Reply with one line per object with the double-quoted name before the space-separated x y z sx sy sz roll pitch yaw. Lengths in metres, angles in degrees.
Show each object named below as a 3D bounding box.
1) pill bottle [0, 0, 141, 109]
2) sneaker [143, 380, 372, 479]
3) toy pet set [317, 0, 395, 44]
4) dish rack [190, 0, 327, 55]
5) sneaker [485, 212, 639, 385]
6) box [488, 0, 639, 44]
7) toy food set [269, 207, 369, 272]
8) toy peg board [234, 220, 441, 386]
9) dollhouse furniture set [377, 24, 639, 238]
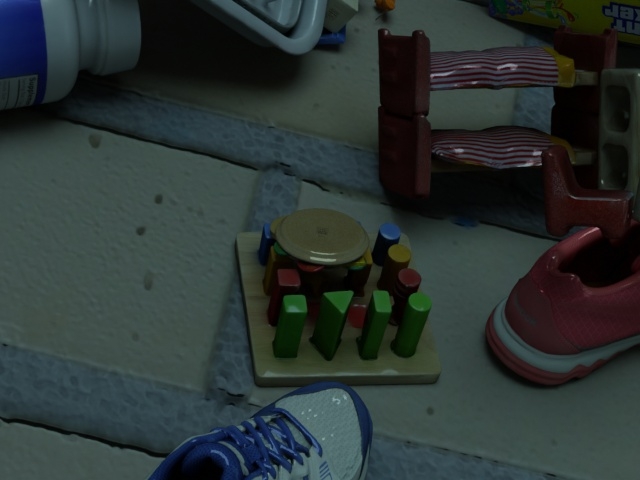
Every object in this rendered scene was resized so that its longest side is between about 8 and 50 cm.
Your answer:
"pill bottle" -0.309 -0.194 1.323 0.272 0.152 0.152 -12 53 -21
"sneaker" -0.054 0.184 1.063 0.112 0.131 0.296 34 49 19
"toy pet set" 0.013 -0.254 1.525 0.122 0.065 0.114 32 36 -24
"dish rack" -0.111 -0.350 1.376 0.332 0.072 0.286 28 62 -44
"sneaker" 0.298 0.029 1.279 0.313 0.136 0.116 -18 56 -27
"box" 0.366 -0.356 1.558 0.289 0.177 0.279 17 45 27
"toy food set" 0.000 0.000 1.226 0.083 0.020 0.083 0 34 -13
"toy peg board" 0.019 0.037 1.246 0.161 0.079 0.161 1 49 -13
"dollhouse furniture set" 0.202 -0.102 1.238 0.201 0.152 0.374 -4 10 -18
